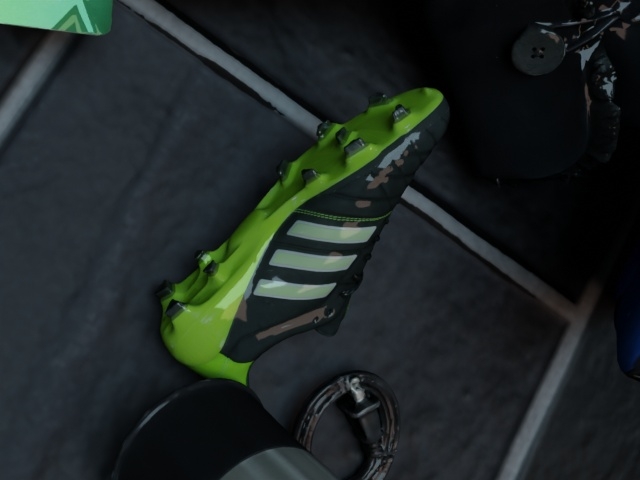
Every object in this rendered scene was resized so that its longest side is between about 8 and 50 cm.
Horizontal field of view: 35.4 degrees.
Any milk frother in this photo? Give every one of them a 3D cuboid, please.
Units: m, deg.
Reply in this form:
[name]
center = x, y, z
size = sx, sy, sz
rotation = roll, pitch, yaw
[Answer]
[milk frother]
center = 0.007, 0.123, 0.448
size = 0.143, 0.135, 0.129
rotation = -40, 134, -17

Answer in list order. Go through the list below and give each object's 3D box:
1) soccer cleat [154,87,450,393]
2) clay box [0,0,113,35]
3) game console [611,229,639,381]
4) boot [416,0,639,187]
[soccer cleat]
center = 0.000, 0.000, 0.485
size = 0.179, 0.060, 0.072
rotation = -43, 116, 4
[clay box]
center = -0.155, -0.202, 0.453
size = 0.128, 0.053, 0.221
rotation = 3, 85, -23
[game console]
center = 0.289, -0.052, 0.507
size = 0.173, 0.250, 0.293
rotation = 25, 106, 10
[boot]
center = 0.055, -0.109, 0.501
size = 0.247, 0.094, 0.207
rotation = -16, 124, 14
